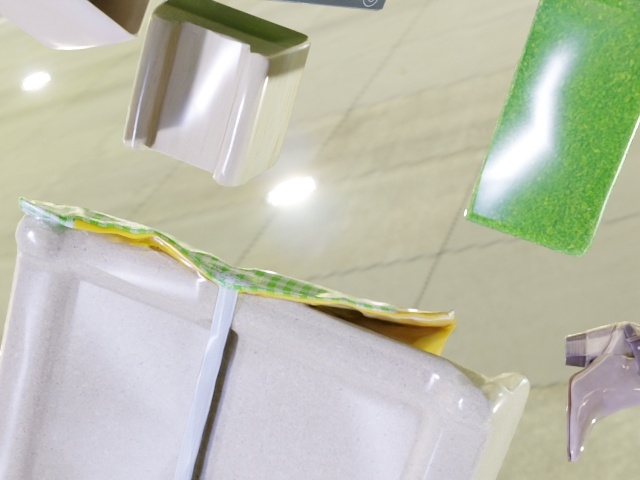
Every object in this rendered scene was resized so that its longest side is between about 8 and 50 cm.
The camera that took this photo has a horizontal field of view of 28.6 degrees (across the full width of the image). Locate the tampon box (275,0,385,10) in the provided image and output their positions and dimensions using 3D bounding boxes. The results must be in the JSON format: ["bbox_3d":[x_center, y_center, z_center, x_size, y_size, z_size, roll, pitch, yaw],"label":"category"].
[{"bbox_3d":[-0.009,-0.229,0.724,0.120,0.161,0.101,-3,35,-40],"label":"tampon box"}]

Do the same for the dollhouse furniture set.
[{"bbox_3d":[0.000,0.000,0.504,0.197,0.301,0.151,21,25,8],"label":"dollhouse furniture set"}]

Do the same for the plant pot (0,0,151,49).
[{"bbox_3d":[-0.194,-0.207,0.950,0.096,0.109,0.109,-18,47,41],"label":"plant pot"}]

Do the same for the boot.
[{"bbox_3d":[0.238,0.119,0.997,0.087,0.042,0.118,1,68,9],"label":"boot"}]
